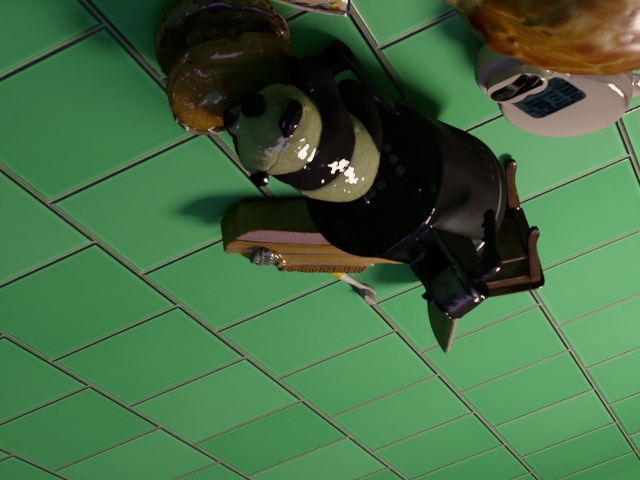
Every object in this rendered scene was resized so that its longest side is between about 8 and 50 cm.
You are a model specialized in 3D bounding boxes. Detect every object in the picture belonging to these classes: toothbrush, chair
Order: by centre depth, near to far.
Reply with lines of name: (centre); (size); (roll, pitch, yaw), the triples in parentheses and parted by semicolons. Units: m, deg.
chair: (0.250, 0.033, 1.947); (0.186, 0.160, 0.319); (-14, 146, 2)
toothbrush: (0.020, 0.050, 1.996); (0.021, 0.024, 0.288); (-27, 147, 20)

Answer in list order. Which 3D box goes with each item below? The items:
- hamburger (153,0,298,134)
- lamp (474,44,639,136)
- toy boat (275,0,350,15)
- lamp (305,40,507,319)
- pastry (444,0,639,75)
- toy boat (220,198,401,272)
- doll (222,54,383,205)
hamburger: (-0.113, -0.213, 1.457); (0.177, 0.113, 0.185); (-33, 153, 16)
lamp: (0.305, -0.219, 1.617); (0.246, 0.108, 0.179); (17, 149, -38)
toy boat: (-0.046, -0.298, 1.383); (0.210, 0.066, 0.084); (-1, 144, -20)
lamp: (0.116, -0.077, 1.658); (0.205, 0.374, 0.272); (-38, 174, 22)
pastry: (0.286, -0.334, 1.237); (0.389, 0.312, 0.388); (-8, 146, -5)
toy boat: (0.000, 0.000, 1.846); (0.310, 0.089, 0.115); (-2, 145, -20)
doll: (-0.017, -0.122, 1.435); (0.143, 0.135, 0.234); (-36, 149, 20)
